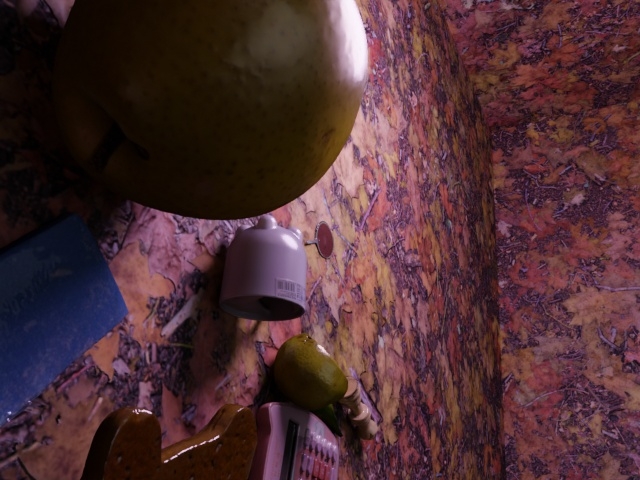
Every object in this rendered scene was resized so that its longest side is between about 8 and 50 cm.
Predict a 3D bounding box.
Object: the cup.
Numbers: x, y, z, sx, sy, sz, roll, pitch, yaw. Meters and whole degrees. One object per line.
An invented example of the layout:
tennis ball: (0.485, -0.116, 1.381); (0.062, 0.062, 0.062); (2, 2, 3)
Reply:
cup: (-0.078, 0.051, 0.933); (0.173, 0.134, 0.141); (38, 48, -51)

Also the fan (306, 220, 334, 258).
fan: (0.000, 0.000, 1.234); (0.133, 0.005, 0.085); (-10, 92, -64)

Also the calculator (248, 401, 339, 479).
calculator: (-0.039, 0.413, 1.000); (0.329, 0.048, 0.219); (50, 39, -48)

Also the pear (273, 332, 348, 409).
pear: (-0.026, 0.237, 1.002); (0.104, 0.141, 0.141); (-36, 122, -15)

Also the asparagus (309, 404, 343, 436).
asparagus: (0.010, 0.333, 1.117); (0.178, 0.041, 0.045); (55, 45, -42)

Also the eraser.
eraser: (-0.320, 0.096, 0.554); (0.312, 0.043, 0.144); (-50, 126, -55)

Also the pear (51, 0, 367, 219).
pear: (-0.116, -0.207, 0.698); (0.418, 0.363, 0.362); (-49, 125, -50)

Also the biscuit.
biscuit: (-0.220, 0.325, 0.653); (0.432, 0.064, 0.282); (8, 85, -60)

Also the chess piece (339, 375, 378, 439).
chess piece: (0.081, 0.369, 1.231); (0.171, 0.060, 0.060); (66, 31, -31)
